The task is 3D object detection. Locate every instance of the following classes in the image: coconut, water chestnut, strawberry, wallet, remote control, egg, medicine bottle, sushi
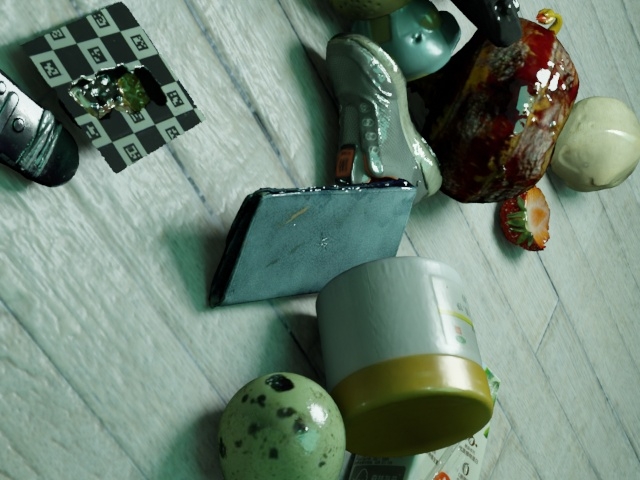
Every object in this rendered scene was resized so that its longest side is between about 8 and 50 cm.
[{"bbox_3d":[0.599,-0.199,2.301,0.224,0.224,0.224,9,79,-50],"label":"coconut"},{"bbox_3d":[0.279,-0.232,1.871,0.302,0.350,0.350,27,55,2],"label":"water chestnut"},{"bbox_3d":[0.420,-0.051,2.155,0.187,0.082,0.147,-13,101,-57],"label":"strawberry"},{"bbox_3d":[0.000,0.000,1.582,0.379,0.046,0.191,-5,122,-49],"label":"wallet"},{"bbox_3d":[-0.381,-0.150,1.196,0.266,0.066,0.090,45,66,-43],"label":"remote control"},{"bbox_3d":[-0.053,0.293,1.450,0.177,0.177,0.228,-23,118,-50],"label":"egg"},{"bbox_3d":[0.121,0.176,1.582,0.238,0.237,0.232,30,42,-45],"label":"medicine bottle"},{"bbox_3d":[-0.269,-0.187,1.338,0.192,0.050,0.215,55,35,-6],"label":"sushi"}]

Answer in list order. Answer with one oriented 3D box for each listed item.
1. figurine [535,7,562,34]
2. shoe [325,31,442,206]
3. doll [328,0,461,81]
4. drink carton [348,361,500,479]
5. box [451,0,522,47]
[{"bbox_3d":[0.429,-0.433,2.177,0.176,0.122,0.121,7,46,-44],"label":"figurine"},{"bbox_3d":[0.069,-0.164,1.710,0.171,0.132,0.337,-50,126,-31],"label":"shoe"},{"bbox_3d":[0.104,-0.392,1.731,0.161,0.177,0.261,-57,131,-40],"label":"doll"},{"bbox_3d":[0.175,0.328,1.761,0.194,0.132,0.325,47,50,-36],"label":"drink carton"},{"bbox_3d":[0.186,-0.506,1.696,0.350,0.091,0.359,51,8,-47],"label":"box"}]
